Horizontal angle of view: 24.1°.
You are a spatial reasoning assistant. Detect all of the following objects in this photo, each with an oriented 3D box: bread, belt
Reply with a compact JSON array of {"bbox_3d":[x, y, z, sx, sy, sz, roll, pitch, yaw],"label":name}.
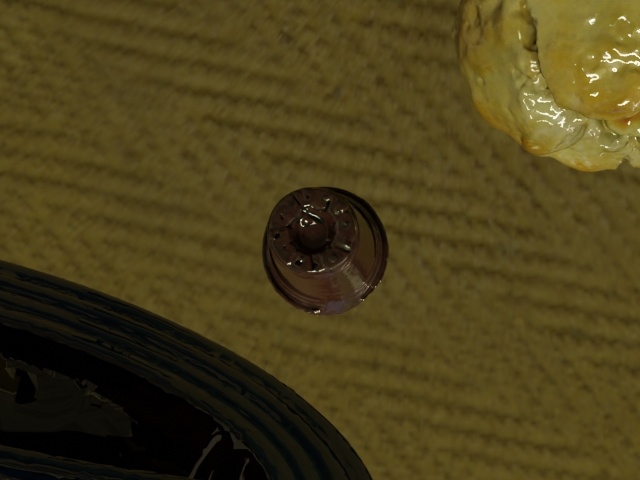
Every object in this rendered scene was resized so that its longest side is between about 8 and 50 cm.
[{"bbox_3d":[0.211,-0.128,1.088,0.244,0.244,0.134,2,72,5],"label":"bread"},{"bbox_3d":[-0.154,0.100,0.579,0.347,0.212,0.117,15,121,-6],"label":"belt"}]

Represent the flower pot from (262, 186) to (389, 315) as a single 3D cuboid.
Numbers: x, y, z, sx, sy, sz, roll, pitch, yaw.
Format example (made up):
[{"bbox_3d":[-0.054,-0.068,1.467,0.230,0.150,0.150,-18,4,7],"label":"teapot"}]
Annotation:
[{"bbox_3d":[0.000,0.000,1.230,0.111,0.089,0.111,-1,78,5],"label":"flower pot"}]
